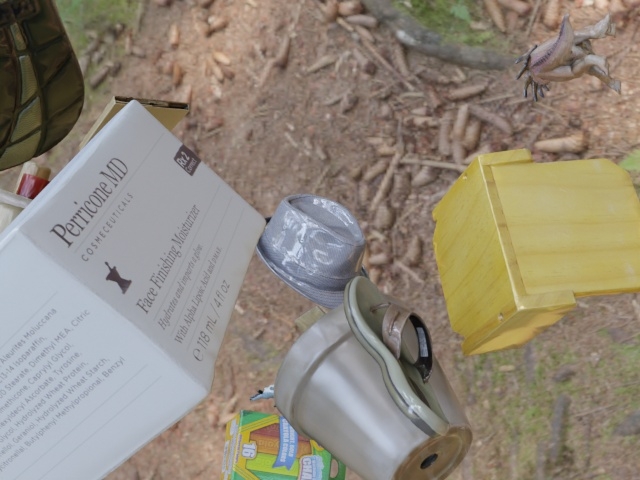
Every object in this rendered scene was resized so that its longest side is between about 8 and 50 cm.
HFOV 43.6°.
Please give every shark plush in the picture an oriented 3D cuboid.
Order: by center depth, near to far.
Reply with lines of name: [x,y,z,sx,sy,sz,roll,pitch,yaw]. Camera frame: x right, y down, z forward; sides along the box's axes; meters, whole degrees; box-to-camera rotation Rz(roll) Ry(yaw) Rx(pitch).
shark plush: [-0.127,0.447,2.296,0.161,0.073,0.067,-8,83,2]

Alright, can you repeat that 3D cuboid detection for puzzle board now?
puzzle board: [0.012,0.204,1.761,0.128,0.011,0.096,46,136,-7]

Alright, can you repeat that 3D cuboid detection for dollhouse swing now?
dollhouse swing: [0.450,0.024,1.642,0.315,0.305,0.346,122,145,-54]

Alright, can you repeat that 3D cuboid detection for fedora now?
fedora: [0.000,0.000,1.563,0.275,0.244,0.124,43,122,32]

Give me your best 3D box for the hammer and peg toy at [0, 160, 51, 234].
hammer and peg toy: [-0.333,-0.038,0.922,0.266,0.361,0.127,19,86,8]

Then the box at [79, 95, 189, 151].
box: [-0.385,-0.233,1.650,0.201,0.164,0.021,-35,64,47]

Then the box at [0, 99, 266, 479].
box: [-0.144,0.042,0.463,0.182,0.181,0.119,-40,108,23]

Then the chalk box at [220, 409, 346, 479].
chalk box: [-0.073,0.512,1.851,0.179,0.289,0.180,127,151,-64]

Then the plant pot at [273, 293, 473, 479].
plant pot: [0.117,0.309,1.465,0.280,0.323,0.323,48,124,39]

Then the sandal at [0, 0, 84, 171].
sandal: [-0.263,-0.175,0.625,0.086,0.120,0.302,50,150,32]

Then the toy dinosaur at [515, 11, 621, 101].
toy dinosaur: [0.432,-0.330,1.461,0.200,0.296,0.127,-1,92,28]

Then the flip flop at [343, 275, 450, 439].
flip flop: [0.114,0.144,1.083,0.080,0.112,0.277,-46,37,15]
